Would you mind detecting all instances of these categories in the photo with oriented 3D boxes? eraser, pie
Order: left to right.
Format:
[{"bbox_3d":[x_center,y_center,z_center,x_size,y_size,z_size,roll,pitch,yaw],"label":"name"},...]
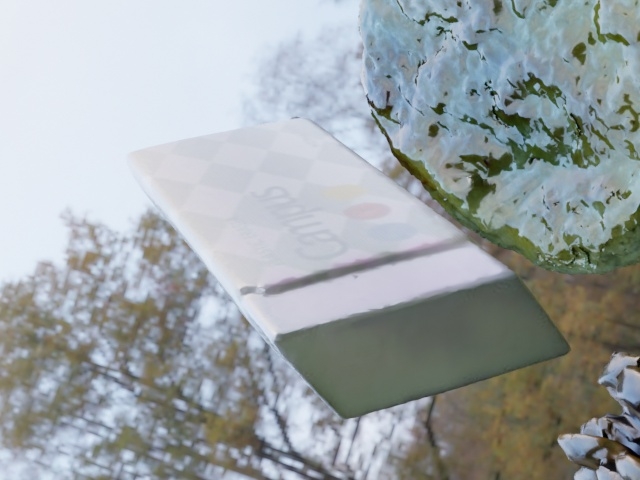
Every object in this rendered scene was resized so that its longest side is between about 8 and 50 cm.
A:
[{"bbox_3d":[0.000,0.000,0.958,0.213,0.397,0.082,-14,-65,-18],"label":"eraser"},{"bbox_3d":[0.123,-0.112,0.728,0.078,0.277,0.277,-23,-51,-34],"label":"pie"}]

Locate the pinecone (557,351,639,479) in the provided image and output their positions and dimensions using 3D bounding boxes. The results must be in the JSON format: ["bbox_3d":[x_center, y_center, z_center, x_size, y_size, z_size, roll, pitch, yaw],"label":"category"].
[{"bbox_3d":[0.262,0.137,0.633,0.243,0.257,0.243,168,90,-85],"label":"pinecone"}]
